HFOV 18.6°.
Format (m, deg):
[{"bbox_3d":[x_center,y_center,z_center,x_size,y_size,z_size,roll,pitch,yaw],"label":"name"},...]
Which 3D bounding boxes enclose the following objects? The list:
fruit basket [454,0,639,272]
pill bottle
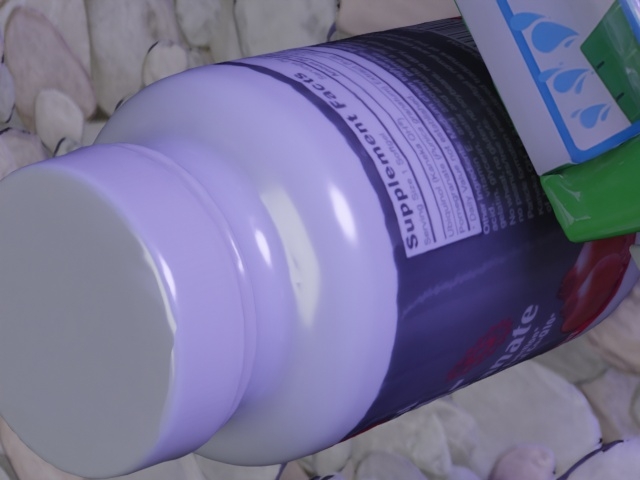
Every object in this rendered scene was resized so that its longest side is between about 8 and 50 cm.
[{"bbox_3d":[0.196,-0.152,0.763,0.353,0.165,0.327,-32,80,51],"label":"fruit basket"},{"bbox_3d":[0.000,0.000,0.886,0.176,0.318,0.176,13,110,39],"label":"pill bottle"}]
